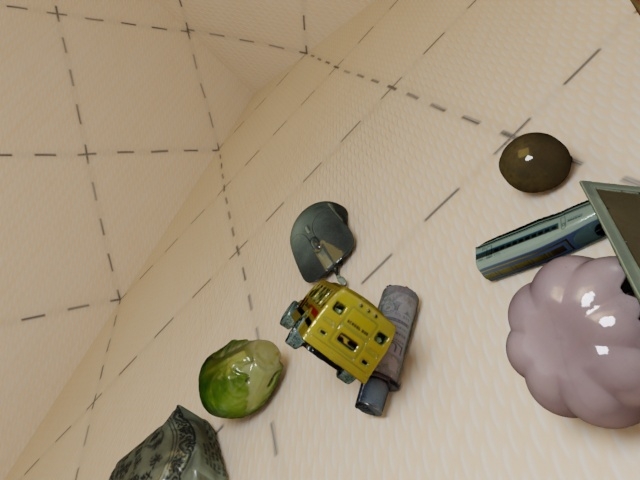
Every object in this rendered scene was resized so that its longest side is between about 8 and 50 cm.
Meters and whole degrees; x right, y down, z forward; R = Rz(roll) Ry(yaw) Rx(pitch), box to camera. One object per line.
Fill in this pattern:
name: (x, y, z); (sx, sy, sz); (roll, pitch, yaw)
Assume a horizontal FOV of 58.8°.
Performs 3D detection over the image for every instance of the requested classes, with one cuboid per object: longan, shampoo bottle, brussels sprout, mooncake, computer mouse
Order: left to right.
mooncake: (-0.309, 0.470, 1.090); (0.250, 0.136, 0.254); (-46, 24, -1)
brussels sprout: (-0.161, 0.273, 1.128); (0.161, 0.144, 0.180); (-24, -14, -46)
computer mouse: (0.000, 0.000, 1.318); (0.167, 0.090, 0.379); (-46, 26, 10)
shampoo bottle: (0.105, 0.173, 0.905); (0.072, 0.072, 0.214); (-23, 35, 45)
longan: (0.348, -0.125, 0.905); (0.119, 0.106, 0.106); (-11, 16, -19)

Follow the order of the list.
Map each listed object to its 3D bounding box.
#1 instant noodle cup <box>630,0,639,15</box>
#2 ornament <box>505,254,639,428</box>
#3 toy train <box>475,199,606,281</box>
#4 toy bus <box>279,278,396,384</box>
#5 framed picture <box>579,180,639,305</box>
instant noodle cup: (0.508, -0.336, 0.702); (0.243, 0.231, 0.243); (-33, 45, 40)
ornament: (0.289, 0.100, 0.586); (0.177, 0.177, 0.177); (-38, 26, 23)
toy train: (0.335, -0.006, 0.788); (0.252, 0.055, 0.048); (-28, 31, 40)
toy bus: (0.019, 0.135, 0.922); (0.123, 0.121, 0.335); (-55, 5, -4)
framed picture: (0.377, 0.023, 0.528); (0.274, 0.217, 0.017); (-73, -11, -55)
